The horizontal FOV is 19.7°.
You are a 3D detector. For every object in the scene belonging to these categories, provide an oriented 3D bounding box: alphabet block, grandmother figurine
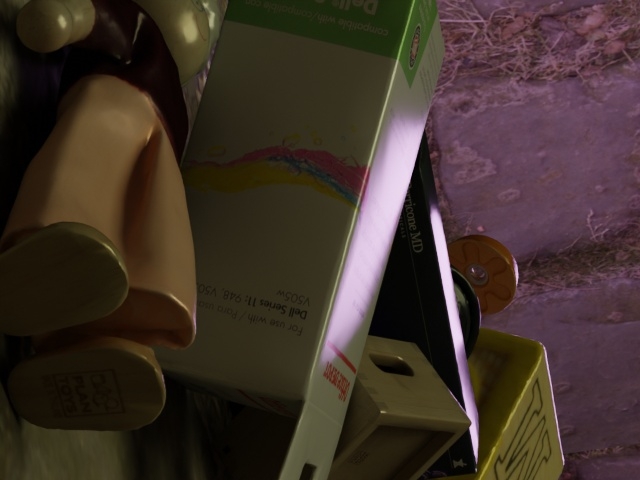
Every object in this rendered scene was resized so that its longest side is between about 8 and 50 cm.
[{"bbox_3d":[0.116,0.210,1.823,0.193,0.192,0.197,-60,150,-34],"label":"alphabet block"},{"bbox_3d":[-0.104,-0.049,0.980,0.342,0.104,0.208,-86,174,-51],"label":"grandmother figurine"}]

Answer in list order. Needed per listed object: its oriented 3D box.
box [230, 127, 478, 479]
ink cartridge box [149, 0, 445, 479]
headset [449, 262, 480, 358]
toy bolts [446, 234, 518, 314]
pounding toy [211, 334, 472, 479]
[{"bbox_3d":[0.014,0.059,1.435,0.103,0.184,0.261,-85,164,-67],"label":"box"},{"bbox_3d":[-0.024,0.001,1.177,0.207,0.119,0.354,58,47,-77],"label":"ink cartridge box"},{"bbox_3d":[0.025,0.087,1.639,0.243,0.185,0.394,150,-70,-70],"label":"headset"},{"bbox_3d":[0.091,0.037,2.122,0.158,0.218,0.229,-47,117,-51],"label":"toy bolts"},{"bbox_3d":[0.004,0.167,1.371,0.181,0.206,0.094,13,35,-54],"label":"pounding toy"}]
